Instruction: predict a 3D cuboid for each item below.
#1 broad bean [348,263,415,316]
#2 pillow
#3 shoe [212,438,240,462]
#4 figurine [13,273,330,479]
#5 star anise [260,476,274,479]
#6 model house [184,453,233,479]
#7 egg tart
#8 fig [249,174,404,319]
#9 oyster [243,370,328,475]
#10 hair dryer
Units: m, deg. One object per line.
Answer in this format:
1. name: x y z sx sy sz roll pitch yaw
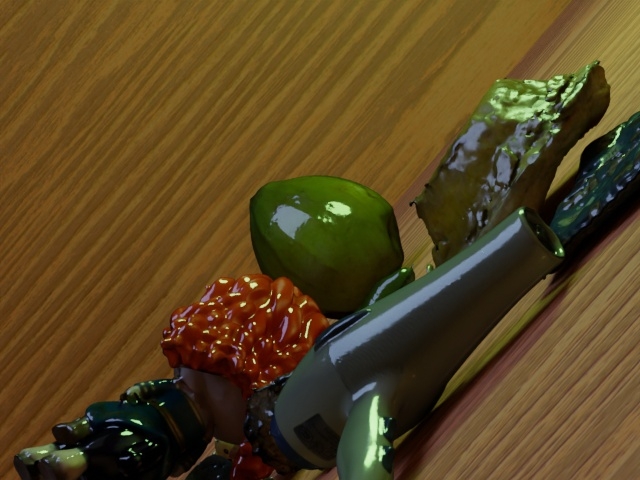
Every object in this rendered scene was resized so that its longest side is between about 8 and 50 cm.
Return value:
1. broad bean: 0.048 0.130 1.943 0.254 0.046 0.065 -50 9 6
2. pillow: 0.272 -0.078 1.213 0.189 0.034 0.255 -45 2 35
3. shoe: -0.125 0.306 2.068 0.072 0.069 0.109 -49 -4 18
4. figurine: -0.165 0.206 1.670 0.411 0.241 0.306 -33 -10 -1
5. star anise: -0.139 0.317 1.492 0.196 0.111 0.212 -29 -29 19
6. model house: -0.128 0.312 1.784 0.079 0.083 0.066 -51 1 -32
7. egg tart: 0.181 -0.072 1.424 0.295 0.116 0.295 -53 -6 -9
8. fig: 0.000 0.000 2.257 0.239 0.271 0.239 -52 -11 -14
9. oyster: -0.008 0.183 1.443 0.177 0.105 0.056 -23 1 29
10. hair dryer: 0.090 0.101 1.112 0.296 0.119 0.298 -49 16 3
